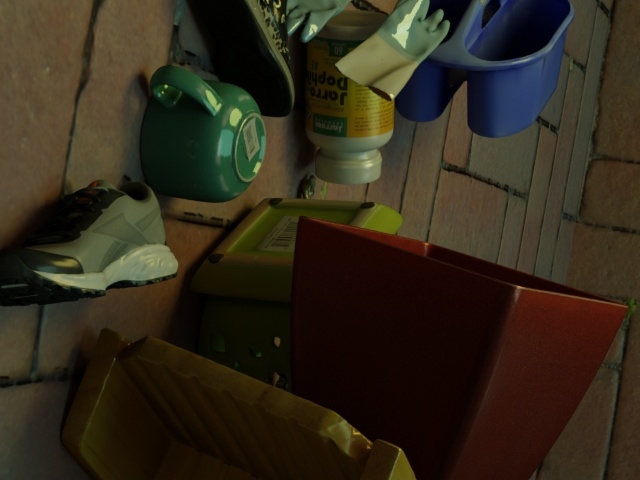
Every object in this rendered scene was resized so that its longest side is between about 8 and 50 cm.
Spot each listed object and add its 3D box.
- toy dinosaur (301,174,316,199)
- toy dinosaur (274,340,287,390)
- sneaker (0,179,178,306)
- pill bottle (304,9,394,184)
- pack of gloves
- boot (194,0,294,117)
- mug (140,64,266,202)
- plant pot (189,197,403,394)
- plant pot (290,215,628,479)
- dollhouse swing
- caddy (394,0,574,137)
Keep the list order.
[{"bbox_3d":[0.000,0.000,1.844,0.092,0.053,0.183,78,-9,-51],"label":"toy dinosaur"},{"bbox_3d":[-0.029,0.279,1.882,0.218,0.164,0.322,7,112,-54],"label":"toy dinosaur"},{"bbox_3d":[-0.225,0.002,1.305,0.271,0.100,0.108,-19,103,-69],"label":"sneaker"},{"bbox_3d":[0.037,-0.184,1.826,0.117,0.117,0.208,-38,134,-59],"label":"pill bottle"},{"bbox_3d":[0.053,-0.283,1.724,0.232,0.195,0.046,-52,172,-49],"label":"pack of gloves"},{"bbox_3d":[-0.058,-0.270,1.599,0.236,0.085,0.178,68,36,-52],"label":"boot"},{"bbox_3d":[-0.121,-0.106,1.490,0.158,0.097,0.129,12,88,-69],"label":"mug"},{"bbox_3d":[-0.015,0.075,1.676,0.228,0.227,0.207,-50,136,-50],"label":"plant pot"},{"bbox_3d":[0.119,0.132,1.474,0.267,0.267,0.236,11,96,-54],"label":"plant pot"},{"bbox_3d":[-0.113,0.324,1.383,0.305,0.347,0.315,-57,150,-23],"label":"dollhouse swing"},{"bbox_3d":[0.242,-0.301,2.123,0.341,0.241,0.179,-52,149,-51],"label":"caddy"}]
